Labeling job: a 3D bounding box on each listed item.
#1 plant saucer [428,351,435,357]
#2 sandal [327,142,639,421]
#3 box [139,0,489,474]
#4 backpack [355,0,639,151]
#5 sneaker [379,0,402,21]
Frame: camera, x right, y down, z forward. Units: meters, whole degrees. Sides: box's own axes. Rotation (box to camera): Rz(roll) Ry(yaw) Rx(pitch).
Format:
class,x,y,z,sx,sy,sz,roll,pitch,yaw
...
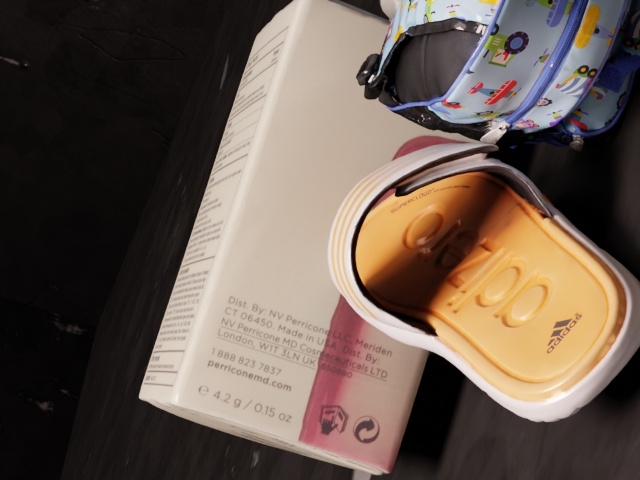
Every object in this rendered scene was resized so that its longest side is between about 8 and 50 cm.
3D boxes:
class,x,y,z,sx,sy,sz,roll,pitch,yaw
plant saucer,0.071,0.018,1.083,0.119,0.021,0.119,-161,90,-80
sandal,0.061,-0.001,0.864,0.102,0.076,0.265,-48,22,-4
box,0.000,0.000,1.065,0.148,0.127,0.232,165,124,-77
backpack,0.102,-0.120,0.888,0.173,0.117,0.158,-171,100,-81
sneaker,0.125,-0.224,1.100,0.110,0.107,0.275,18,94,61
